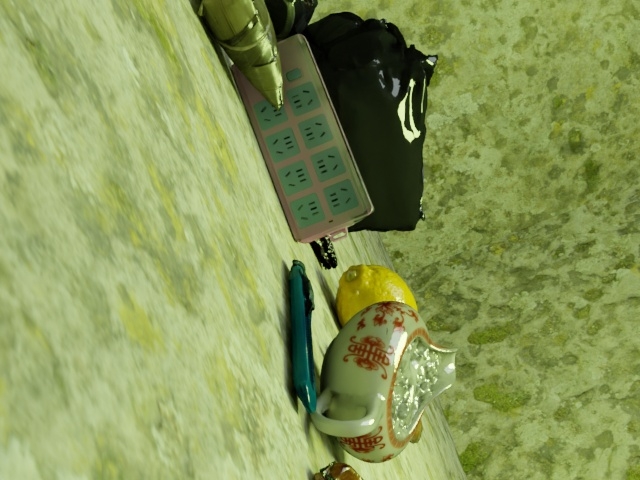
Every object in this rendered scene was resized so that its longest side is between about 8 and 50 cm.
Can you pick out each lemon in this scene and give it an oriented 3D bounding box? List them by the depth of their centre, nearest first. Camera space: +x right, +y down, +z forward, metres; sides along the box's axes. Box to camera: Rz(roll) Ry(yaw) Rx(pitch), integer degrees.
[{"bbox_3d":[0.078,0.095,1.283,0.114,0.114,0.155,-103,166,-56],"label":"lemon"}]

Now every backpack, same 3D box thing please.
[{"bbox_3d":[0.068,-0.226,1.563,0.445,0.255,0.363,-108,-166,-55],"label":"backpack"}]

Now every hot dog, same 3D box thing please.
[{"bbox_3d":[0.025,0.221,0.757,0.122,0.037,0.049,55,25,-44],"label":"hot dog"}]

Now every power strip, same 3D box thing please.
[{"bbox_3d":[-0.024,-0.131,1.179,0.037,0.109,0.279,25,43,-79],"label":"power strip"}]

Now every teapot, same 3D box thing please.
[{"bbox_3d":[0.055,0.142,0.890,0.245,0.116,0.159,-35,140,-61],"label":"teapot"}]

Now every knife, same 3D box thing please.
[{"bbox_3d":[-0.016,0.085,0.898,0.296,0.026,0.044,-98,177,-67],"label":"knife"}]

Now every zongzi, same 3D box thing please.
[{"bbox_3d":[-0.095,-0.276,1.163,0.160,0.078,0.176,-98,161,-49],"label":"zongzi"}]

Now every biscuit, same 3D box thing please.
[{"bbox_3d":[0.000,0.000,1.322,0.087,0.027,0.089,46,23,-76],"label":"biscuit"}]

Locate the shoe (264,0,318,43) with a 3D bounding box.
[{"bbox_3d":[-0.058,-0.386,1.504,0.099,0.112,0.227,51,-16,1],"label":"shoe"}]

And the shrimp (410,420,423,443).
[{"bbox_3d":[0.115,0.208,1.480,0.164,0.062,0.317,-96,167,-58],"label":"shrimp"}]
